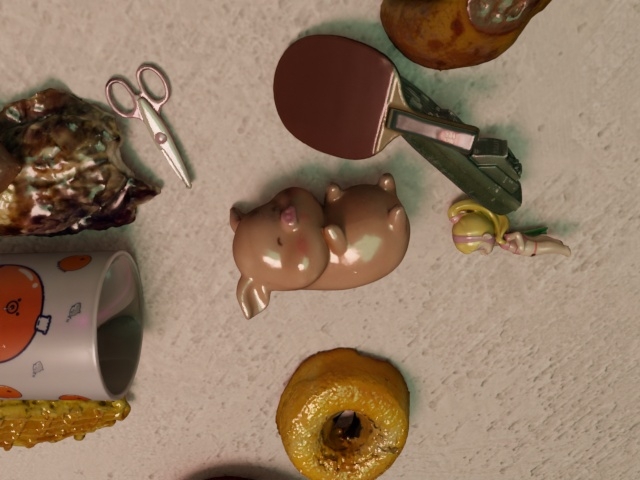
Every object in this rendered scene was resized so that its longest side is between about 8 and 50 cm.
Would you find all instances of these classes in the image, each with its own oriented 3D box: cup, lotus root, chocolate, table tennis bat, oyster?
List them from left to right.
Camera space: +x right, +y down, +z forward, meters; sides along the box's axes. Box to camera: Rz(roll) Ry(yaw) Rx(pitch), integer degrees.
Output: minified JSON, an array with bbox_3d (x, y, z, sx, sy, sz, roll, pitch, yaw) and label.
[{"bbox_3d":[-0.425,-0.103,0.730,0.064,0.031,0.100,-45,84,3],"label":"chocolate"},{"bbox_3d":[-0.440,0.122,0.845,0.318,0.212,0.212,-1,120,0],"label":"cup"},{"bbox_3d":[-0.382,-0.082,0.793,0.275,0.100,0.271,40,97,-17],"label":"oyster"},{"bbox_3d":[0.063,-0.165,0.744,0.274,0.021,0.154,21,124,14],"label":"table tennis bat"},{"bbox_3d":[0.159,-0.279,0.652,0.188,0.180,0.199,36,112,-24],"label":"lotus root"}]

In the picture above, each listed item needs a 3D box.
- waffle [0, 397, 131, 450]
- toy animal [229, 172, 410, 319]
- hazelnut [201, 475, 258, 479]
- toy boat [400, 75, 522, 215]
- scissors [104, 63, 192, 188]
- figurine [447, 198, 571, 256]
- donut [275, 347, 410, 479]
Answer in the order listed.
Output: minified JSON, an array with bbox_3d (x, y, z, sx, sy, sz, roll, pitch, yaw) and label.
[{"bbox_3d":[-0.439,0.299,0.997,0.219,0.057,0.229,3,147,-35],"label":"waffle"},{"bbox_3d":[-0.001,-0.003,0.821,0.251,0.166,0.154,-8,132,-2],"label":"toy animal"},{"bbox_3d":[-0.153,0.652,1.105,0.410,0.359,0.359,29,116,-7],"label":"hazelnut"},{"bbox_3d":[0.181,-0.134,0.789,0.261,0.078,0.085,37,132,-18],"label":"toy boat"},{"bbox_3d":[-0.219,-0.146,0.802,0.086,0.022,0.176,-21,115,6],"label":"scissors"},{"bbox_3d":[0.276,-0.011,0.875,0.188,0.083,0.083,10,119,-1],"label":"figurine"},{"bbox_3d":[0.041,0.312,1.034,0.254,0.118,0.253,-2,106,-6],"label":"donut"}]
